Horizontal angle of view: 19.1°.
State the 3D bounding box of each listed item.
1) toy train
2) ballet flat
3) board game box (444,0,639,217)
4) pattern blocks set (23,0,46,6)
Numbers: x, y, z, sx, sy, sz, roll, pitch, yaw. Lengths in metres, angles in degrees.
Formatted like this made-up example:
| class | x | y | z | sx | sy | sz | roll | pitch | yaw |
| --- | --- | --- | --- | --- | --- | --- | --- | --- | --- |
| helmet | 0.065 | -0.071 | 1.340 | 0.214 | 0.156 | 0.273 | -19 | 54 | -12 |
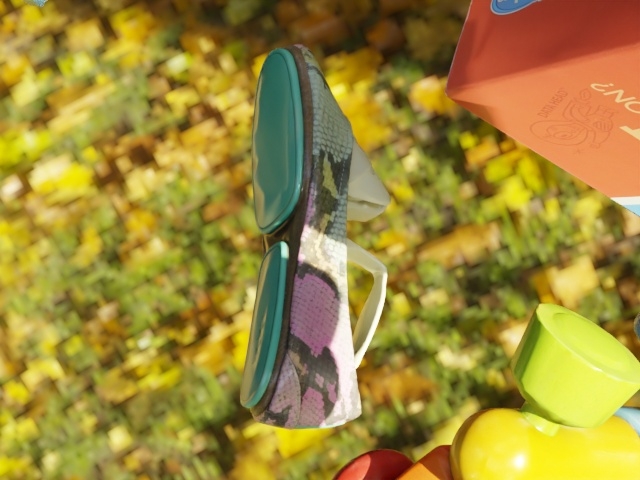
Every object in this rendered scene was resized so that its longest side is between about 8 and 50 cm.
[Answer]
| class | x | y | z | sx | sy | sz | roll | pitch | yaw |
| --- | --- | --- | --- | --- | --- | --- | --- | --- | --- |
| toy train | 0.063 | 0.084 | 0.693 | 0.105 | 0.248 | 0.143 | 49 | 118 | 38 |
| ballet flat | 0.000 | 0.000 | 1.061 | 0.077 | 0.079 | 0.221 | 143 | 133 | -59 |
| board game box | 0.232 | -0.044 | 0.628 | 0.316 | 0.242 | 0.064 | -9 | 57 | 56 |
| pattern blocks set | -0.312 | -0.261 | 1.208 | 0.026 | 0.325 | 0.285 | -53 | 30 | -4 |
